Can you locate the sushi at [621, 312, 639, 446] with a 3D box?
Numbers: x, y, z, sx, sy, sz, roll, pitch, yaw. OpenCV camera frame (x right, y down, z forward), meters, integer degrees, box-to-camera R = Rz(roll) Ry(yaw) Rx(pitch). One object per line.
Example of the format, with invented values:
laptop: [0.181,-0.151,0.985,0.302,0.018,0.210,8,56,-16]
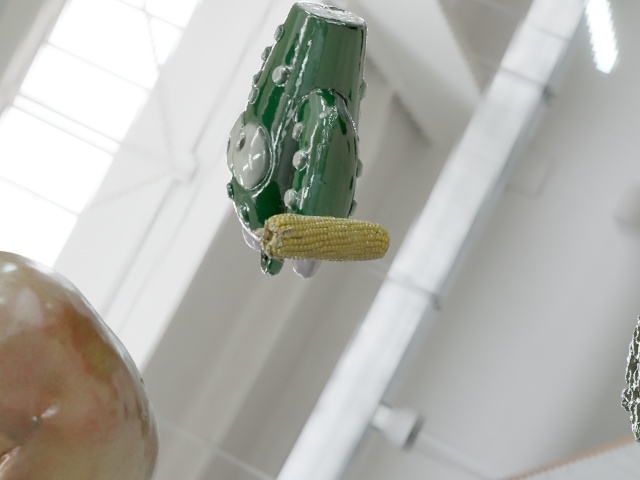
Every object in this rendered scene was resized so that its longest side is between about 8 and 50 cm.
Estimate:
sushi: [0.597,0.168,2.384,0.178,0.294,0.352,-86,6,-58]

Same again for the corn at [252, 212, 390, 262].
corn: [0.000,0.000,0.965,0.083,0.027,0.028,4,-53,-25]

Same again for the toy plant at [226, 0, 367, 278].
toy plant: [-0.021,-0.083,1.463,0.232,0.112,0.243,164,112,-72]

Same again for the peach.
peach: [-0.258,0.144,1.361,0.247,0.292,0.292,-29,-37,-33]
